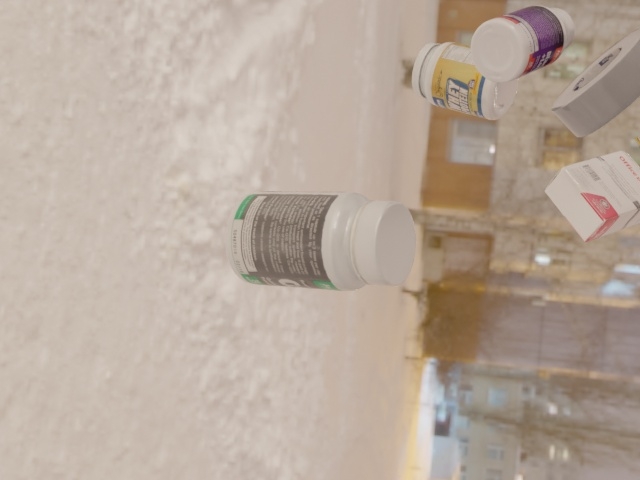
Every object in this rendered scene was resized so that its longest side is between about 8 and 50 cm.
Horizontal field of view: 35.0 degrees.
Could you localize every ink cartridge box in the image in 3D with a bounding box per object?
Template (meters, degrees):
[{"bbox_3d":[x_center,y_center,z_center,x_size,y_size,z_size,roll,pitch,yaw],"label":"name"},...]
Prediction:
[{"bbox_3d":[0.633,-0.102,2.257,0.158,0.218,0.092,57,-37,23],"label":"ink cartridge box"}]

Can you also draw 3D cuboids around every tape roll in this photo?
[{"bbox_3d":[0.524,-0.285,1.839,0.219,0.072,0.219,-44,-176,4],"label":"tape roll"}]

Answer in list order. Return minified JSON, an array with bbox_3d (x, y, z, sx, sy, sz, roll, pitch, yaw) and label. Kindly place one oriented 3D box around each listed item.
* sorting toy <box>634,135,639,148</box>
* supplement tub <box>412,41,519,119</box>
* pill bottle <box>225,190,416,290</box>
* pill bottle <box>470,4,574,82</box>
[{"bbox_3d":[0.593,-0.152,1.799,0.083,0.045,0.075,-58,127,-73],"label":"sorting toy"},{"bbox_3d":[0.316,-0.352,2.217,0.144,0.200,0.144,-35,135,-45],"label":"supplement tub"},{"bbox_3d":[0.000,0.000,2.107,0.204,0.361,0.204,-5,96,-57],"label":"pill bottle"},{"bbox_3d":[0.352,-0.341,1.733,0.194,0.108,0.108,-27,128,-42],"label":"pill bottle"}]
